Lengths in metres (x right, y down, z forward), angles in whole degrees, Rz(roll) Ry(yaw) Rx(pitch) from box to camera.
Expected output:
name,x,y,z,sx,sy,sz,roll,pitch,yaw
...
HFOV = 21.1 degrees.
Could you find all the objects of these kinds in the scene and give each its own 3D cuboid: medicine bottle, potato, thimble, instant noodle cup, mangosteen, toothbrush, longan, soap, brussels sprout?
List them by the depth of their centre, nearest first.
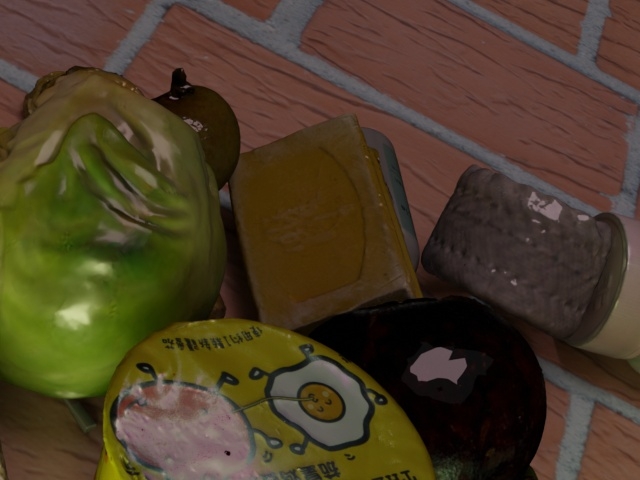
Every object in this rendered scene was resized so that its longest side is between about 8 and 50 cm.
name,x,y,z,sx,sy,sz,roll,pitch,yaw
instant noodle cup,-0.084,0.271,1.612,0.326,0.254,0.325,17,39,-14
brussels sprout,-0.247,-0.005,1.768,0.344,0.268,0.344,1,82,-11
mangosteen,0.093,0.205,1.819,0.300,0.300,0.300,18,37,-15
toothbrush,-0.297,0.130,1.845,0.014,0.017,0.194,-17,59,-38
potato,-0.140,0.068,2.005,0.051,0.040,0.083,14,38,-40
soap,0.000,0.000,2.056,0.199,0.091,0.315,-19,47,5
longan,-0.171,-0.125,2.070,0.145,0.176,0.154,0,27,7
thimble,0.249,0.012,2.156,0.217,0.157,0.245,28,1,3
medicine bottle,0.067,0.006,2.161,0.110,0.110,0.352,13,39,-21
medicine bottle,0.520,0.096,2.274,0.379,0.213,0.213,16,38,-17

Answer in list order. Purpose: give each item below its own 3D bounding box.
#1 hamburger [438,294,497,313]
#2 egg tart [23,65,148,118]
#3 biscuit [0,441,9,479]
name,x,y,z,sx,sy,sz,roll,pitch,yaw
hamburger,0.180,0.124,2.120,0.141,0.081,0.126,14,39,-22
egg tart,-0.277,-0.157,2.160,0.191,0.074,0.191,21,37,-16
biscuit,-0.354,0.231,1.553,0.144,0.078,0.426,0,59,-31
